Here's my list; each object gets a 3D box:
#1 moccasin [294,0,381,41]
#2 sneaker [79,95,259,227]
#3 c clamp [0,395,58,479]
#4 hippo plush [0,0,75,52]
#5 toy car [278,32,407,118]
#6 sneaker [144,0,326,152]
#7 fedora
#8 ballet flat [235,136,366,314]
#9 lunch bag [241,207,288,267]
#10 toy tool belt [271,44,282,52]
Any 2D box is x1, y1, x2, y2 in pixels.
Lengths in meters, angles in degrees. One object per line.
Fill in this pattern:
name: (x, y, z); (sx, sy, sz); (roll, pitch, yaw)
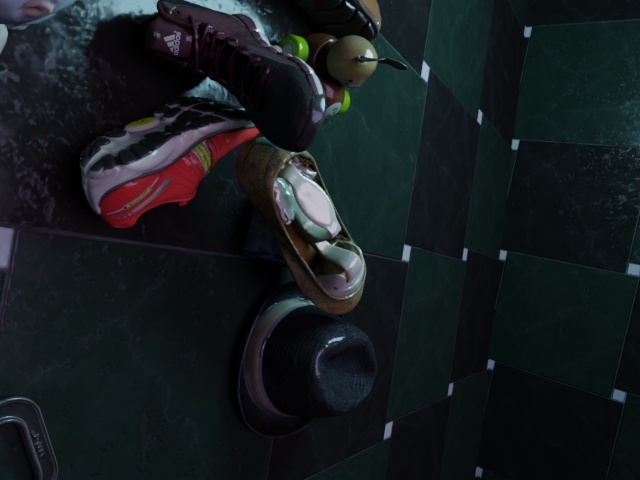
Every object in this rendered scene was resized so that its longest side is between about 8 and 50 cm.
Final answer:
moccasin: (-0.009, -0.472, 0.743); (0.380, 0.139, 0.146); (17, 68, -51)
sneaker: (-0.184, -0.108, 0.614); (0.279, 0.107, 0.118); (-40, 146, -43)
c clamp: (-0.350, 0.237, 0.483); (0.137, 0.022, 0.160); (-38, 124, -51)
hippo plush: (-0.279, -0.259, 0.307); (0.294, 0.237, 0.234); (26, 75, -53)
toy car: (0.047, -0.287, 0.803); (0.155, 0.189, 0.148); (-19, 111, -52)
sneaker: (-0.120, -0.205, 0.561); (0.163, 0.281, 0.106); (1, 129, -39)
fedora: (0.003, 0.230, 0.860); (0.334, 0.153, 0.333); (-13, 107, -53)
ballet flat: (0.000, 0.000, 0.697); (0.123, 0.123, 0.348); (-55, 128, -34)
lunch bag: (-0.045, -0.018, 0.800); (0.151, 0.096, 0.128); (19, 80, -44)
toy tool belt: (-0.089, -0.269, 0.746); (0.051, 0.052, 0.083); (-9, 101, -22)
